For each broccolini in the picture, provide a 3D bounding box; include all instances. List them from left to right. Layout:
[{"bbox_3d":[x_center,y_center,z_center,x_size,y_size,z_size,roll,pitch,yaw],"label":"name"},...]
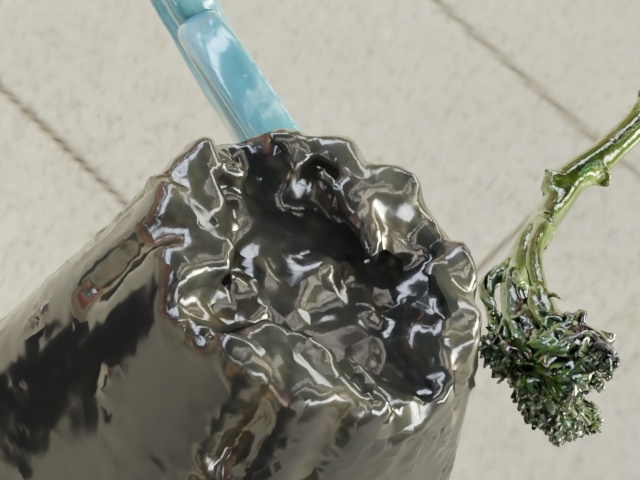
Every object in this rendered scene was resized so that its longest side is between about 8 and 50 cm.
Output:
[{"bbox_3d":[0.089,-0.005,0.661,0.052,0.054,0.194,17,44,7],"label":"broccolini"}]

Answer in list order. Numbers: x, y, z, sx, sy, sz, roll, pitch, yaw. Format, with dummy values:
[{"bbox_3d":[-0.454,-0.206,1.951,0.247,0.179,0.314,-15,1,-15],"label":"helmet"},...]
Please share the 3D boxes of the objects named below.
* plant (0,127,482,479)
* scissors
[{"bbox_3d":[-0.043,0.073,0.630,0.164,0.256,0.142,-24,65,-39],"label":"plant"},{"bbox_3d":[0.000,0.000,1.078,0.029,0.447,0.192,-32,54,-2],"label":"scissors"}]
